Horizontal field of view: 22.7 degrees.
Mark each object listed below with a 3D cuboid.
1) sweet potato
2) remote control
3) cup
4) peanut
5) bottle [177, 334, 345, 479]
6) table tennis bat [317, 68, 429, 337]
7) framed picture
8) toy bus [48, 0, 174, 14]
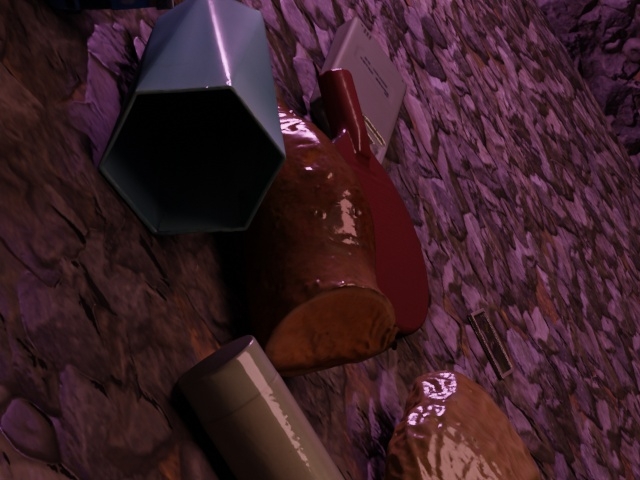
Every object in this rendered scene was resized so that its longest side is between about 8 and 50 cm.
[{"bbox_3d":[-0.025,-0.041,1.422,0.131,0.131,0.337,37,31,-49],"label":"sweet potato"},{"bbox_3d":[0.044,-0.171,1.911,0.123,0.038,0.285,52,24,-18],"label":"remote control"},{"bbox_3d":[-0.095,-0.119,1.353,0.148,0.134,0.236,56,19,-24],"label":"cup"},{"bbox_3d":[0.131,0.227,1.481,0.197,0.110,0.233,60,18,-5],"label":"peanut"},{"bbox_3d":[-0.028,0.174,1.215,0.201,0.072,0.072,58,20,-9],"label":"bottle"},{"bbox_3d":[0.050,-0.043,1.710,0.200,0.038,0.310,24,47,-57],"label":"table tennis bat"},{"bbox_3d":[0.211,0.127,1.961,0.089,0.006,0.066,64,19,5],"label":"framed picture"},{"bbox_3d":[-0.184,-0.299,1.365,0.234,0.133,0.116,-95,180,-47],"label":"toy bus"}]
